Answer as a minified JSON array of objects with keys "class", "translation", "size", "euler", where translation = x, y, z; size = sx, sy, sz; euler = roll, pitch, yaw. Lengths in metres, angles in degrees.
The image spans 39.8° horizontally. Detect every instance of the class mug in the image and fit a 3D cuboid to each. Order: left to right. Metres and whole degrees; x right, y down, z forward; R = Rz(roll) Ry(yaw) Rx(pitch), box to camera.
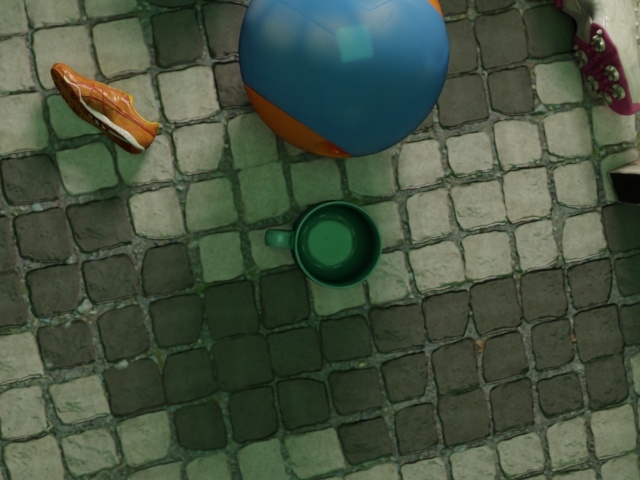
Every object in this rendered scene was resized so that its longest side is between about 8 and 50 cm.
[{"class":"mug","translation":[0.009,-0.004,1.323],"size":[0.157,0.097,0.129],"euler":[39,88,-9]}]

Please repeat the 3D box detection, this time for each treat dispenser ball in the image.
[{"class":"treat dispenser ball","translation":[0.031,-0.256,1.212],"size":[0.288,0.288,0.288],"euler":[-1,94,-10]}]

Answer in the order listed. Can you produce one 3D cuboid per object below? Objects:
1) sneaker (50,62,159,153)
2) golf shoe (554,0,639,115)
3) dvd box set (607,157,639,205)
[{"class":"sneaker","translation":[-0.313,-0.198,1.283],"size":[0.175,0.064,0.067],"euler":[40,67,-15]},{"class":"golf shoe","translation":[0.454,-0.348,1.370],"size":[0.140,0.115,0.306],"euler":[-26,99,-10]},{"class":"dvd box set","translation":[0.692,-0.149,1.325],"size":[0.420,0.307,0.062],"euler":[-23,100,-8]}]
